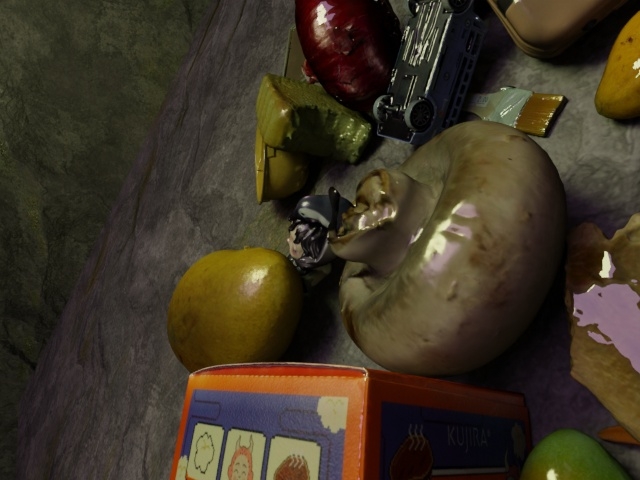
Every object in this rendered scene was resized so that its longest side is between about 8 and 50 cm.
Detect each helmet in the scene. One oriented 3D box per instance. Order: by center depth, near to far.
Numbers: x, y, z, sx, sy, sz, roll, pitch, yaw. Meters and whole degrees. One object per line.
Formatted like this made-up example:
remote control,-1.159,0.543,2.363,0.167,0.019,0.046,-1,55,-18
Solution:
helmet,-0.097,-0.205,1.103,0.257,0.140,0.205,-101,18,-48

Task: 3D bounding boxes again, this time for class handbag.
handbag,0.371,-0.462,0.613,0.301,0.149,0.283,-40,80,29

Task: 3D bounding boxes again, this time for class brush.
brush,0.282,-0.258,0.790,0.336,0.020,0.086,35,98,51

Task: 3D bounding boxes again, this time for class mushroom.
mushroom,0.135,-0.005,0.579,0.362,0.294,0.362,-60,11,19

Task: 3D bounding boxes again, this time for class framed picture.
framed picture,-0.038,-0.621,1.340,0.231,0.024,0.315,-17,58,43

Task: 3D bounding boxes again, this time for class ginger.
ginger,0.366,0.085,0.441,0.221,0.130,0.276,1,71,38

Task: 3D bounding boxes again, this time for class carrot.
carrot,0.370,0.214,0.441,0.142,0.035,0.035,-8,65,53

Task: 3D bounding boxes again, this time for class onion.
onion,0.054,-0.411,0.890,0.232,0.314,0.314,-25,52,21

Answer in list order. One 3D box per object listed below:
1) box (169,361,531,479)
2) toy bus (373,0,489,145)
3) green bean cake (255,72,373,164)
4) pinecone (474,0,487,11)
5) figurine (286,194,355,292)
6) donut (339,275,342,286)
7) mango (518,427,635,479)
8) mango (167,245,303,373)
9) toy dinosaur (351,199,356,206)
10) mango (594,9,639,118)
box,0.041,0.299,0.518,0.318,0.348,0.257,-19,57,43
toy bus,0.208,-0.321,0.767,0.125,0.133,0.292,39,119,56
green bean cake,-0.023,-0.274,0.972,0.124,0.236,0.233,-66,31,35
pinecone,0.215,-0.635,0.791,0.384,0.384,0.385,-25,54,39
figurine,0.000,0.000,0.857,0.222,0.145,0.145,105,157,-48
donut,0.102,0.042,0.805,0.108,0.065,0.166,31,95,51
mango,0.280,0.319,0.402,0.156,0.114,0.251,-29,58,13
mango,-0.182,0.150,0.919,0.445,0.220,0.302,-38,61,42
toy dinosaur,0.064,-0.070,0.929,0.126,0.039,0.162,14,80,52
mango,0.440,-0.239,0.548,0.115,0.089,0.165,29,96,53
